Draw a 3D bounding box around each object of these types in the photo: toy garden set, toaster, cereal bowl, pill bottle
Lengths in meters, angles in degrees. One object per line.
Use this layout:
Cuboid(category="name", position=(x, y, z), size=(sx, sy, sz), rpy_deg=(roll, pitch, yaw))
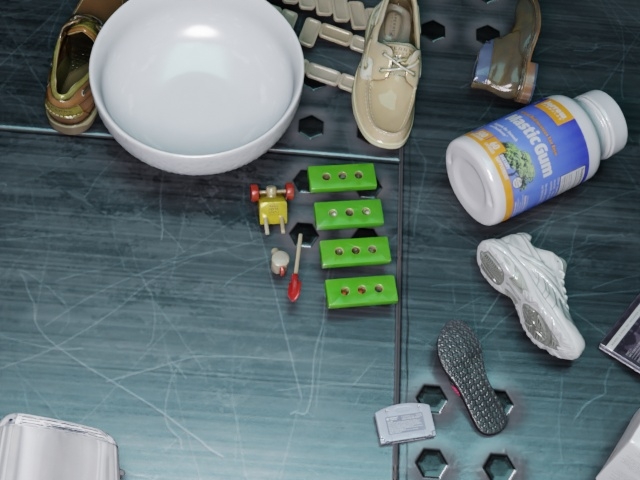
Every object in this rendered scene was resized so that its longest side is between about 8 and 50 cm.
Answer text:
Cuboid(category="toy garden set", position=(0.000, 0.000, 1.776), size=(0.203, 0.049, 0.244), rpy_deg=(-4, 63, -9))
Cuboid(category="toaster", position=(-0.368, 0.322, 1.498), size=(0.227, 0.129, 0.146), rpy_deg=(17, 52, -27))
Cuboid(category="cereal bowl", position=(-0.198, -0.247, 1.831), size=(0.339, 0.141, 0.339), rpy_deg=(2, 65, -5))
Cuboid(category="pill bottle", position=(0.352, -0.143, 1.822), size=(0.272, 0.152, 0.152), rpy_deg=(-26, 67, -16))

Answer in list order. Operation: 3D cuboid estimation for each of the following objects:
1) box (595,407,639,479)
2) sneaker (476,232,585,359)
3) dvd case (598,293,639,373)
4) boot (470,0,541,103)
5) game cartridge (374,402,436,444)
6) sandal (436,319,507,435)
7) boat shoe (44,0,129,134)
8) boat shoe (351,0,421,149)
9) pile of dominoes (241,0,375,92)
Cuboid(category="box", position=(0.477, 0.287, 1.591), size=(0.091, 0.170, 0.130), rpy_deg=(33, 64, 14))
Cuboid(category="sneaker", position=(0.348, 0.074, 1.744), size=(0.115, 0.090, 0.232), rpy_deg=(-25, 67, -21))
Cuboid(category="dvd case", position=(0.565, 0.165, 1.731), size=(0.221, 0.018, 0.164), rpy_deg=(33, 64, 24))
Cuboid(category="boot", position=(0.322, -0.344, 1.968), size=(0.106, 0.082, 0.219), rpy_deg=(9, 63, -3))
Cuboid(category="game cartridge", position=(0.123, 0.267, 1.660), size=(0.083, 0.017, 0.056), rpy_deg=(-6, 66, -8))
Cuboid(category="sandal", position=(0.221, 0.207, 1.693), size=(0.067, 0.040, 0.179), rpy_deg=(-20, 80, -9))
Cuboid(category="boat shoe", position=(-0.379, -0.326, 1.883), size=(0.110, 0.104, 0.307), rpy_deg=(8, 61, -1))
Cuboid(category="boat shoe", position=(0.120, -0.297, 1.906), size=(0.109, 0.098, 0.302), rpy_deg=(12, 62, -9))
Cuboid(category="pile of dominoes", position=(-0.012, -0.359, 1.985), size=(0.251, 0.040, 0.196), rpy_deg=(20, 61, -4))
